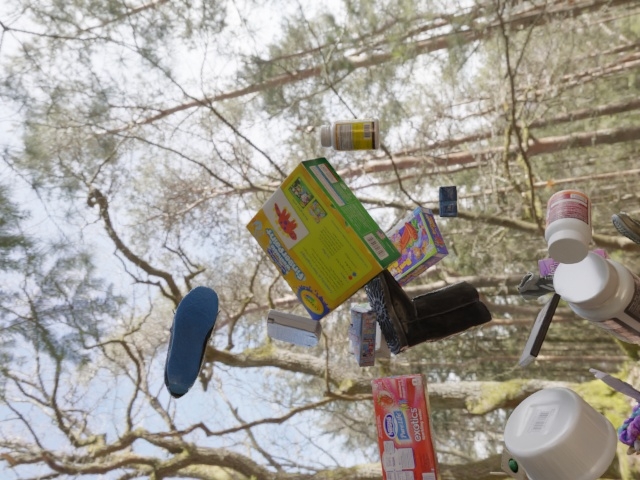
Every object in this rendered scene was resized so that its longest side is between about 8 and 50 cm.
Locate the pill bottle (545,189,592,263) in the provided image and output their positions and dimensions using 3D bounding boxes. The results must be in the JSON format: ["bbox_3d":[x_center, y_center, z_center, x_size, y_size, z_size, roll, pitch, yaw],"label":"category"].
[{"bbox_3d":[0.728,-0.041,1.366,0.221,0.121,0.121,-60,-42,-41],"label":"pill bottle"}]

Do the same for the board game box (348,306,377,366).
[{"bbox_3d":[0.145,0.343,1.661,0.194,0.060,0.194,167,102,-75],"label":"board game box"}]

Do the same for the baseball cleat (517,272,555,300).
[{"bbox_3d":[0.839,0.152,1.725,0.109,0.205,0.072,54,-164,-20],"label":"baseball cleat"}]

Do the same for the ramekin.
[{"bbox_3d":[0.655,0.545,1.303,0.135,0.277,0.277,47,-151,0],"label":"ramekin"}]

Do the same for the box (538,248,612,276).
[{"bbox_3d":[1.051,0.137,1.895,0.213,0.243,0.117,22,-120,-47],"label":"box"}]

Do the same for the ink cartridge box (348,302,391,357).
[{"bbox_3d":[0.208,0.365,1.889,0.093,0.154,0.212,42,-134,-37],"label":"ink cartridge box"}]

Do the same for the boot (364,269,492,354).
[{"bbox_3d":[0.422,0.220,1.837,0.146,0.445,0.367,132,124,-63],"label":"boot"}]

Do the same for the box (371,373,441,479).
[{"bbox_3d":[0.210,0.464,1.139,0.122,0.128,0.257,40,-138,-69],"label":"box"}]

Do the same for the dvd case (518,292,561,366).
[{"bbox_3d":[0.617,0.260,1.317,0.180,0.022,0.253,-63,-24,-12],"label":"dvd case"}]

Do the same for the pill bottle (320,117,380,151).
[{"bbox_3d":[0.111,-0.389,1.719,0.117,0.214,0.117,0,-90,-81],"label":"pill bottle"}]

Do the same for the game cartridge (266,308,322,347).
[{"bbox_3d":[-0.095,0.324,1.685,0.297,0.198,0.062,106,175,-67],"label":"game cartridge"}]

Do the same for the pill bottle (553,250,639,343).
[{"bbox_3d":[0.927,0.181,1.487,0.361,0.204,0.204,27,-126,-27],"label":"pill bottle"}]

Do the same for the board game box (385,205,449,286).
[{"bbox_3d":[0.382,0.045,2.055,0.078,0.347,0.233,9,-128,-34],"label":"board game box"}]

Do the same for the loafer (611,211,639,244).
[{"bbox_3d":[1.094,-0.022,1.549,0.087,0.251,0.094,-53,-8,11],"label":"loafer"}]

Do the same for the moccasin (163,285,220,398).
[{"bbox_3d":[-0.388,0.285,1.339,0.342,0.137,0.117,-79,13,-45],"label":"moccasin"}]

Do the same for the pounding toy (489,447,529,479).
[{"bbox_3d":[0.666,0.759,1.551,0.130,0.141,0.100,-168,80,-71],"label":"pounding toy"}]

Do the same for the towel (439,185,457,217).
[{"bbox_3d":[0.478,-0.146,1.739,0.029,0.067,0.120,7,-98,-75],"label":"towel"}]

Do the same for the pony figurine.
[{"bbox_3d":[1.044,0.494,1.407,0.351,0.363,0.303,44,-170,-32],"label":"pony figurine"}]

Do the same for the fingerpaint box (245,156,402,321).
[{"bbox_3d":[0.000,0.000,1.633,0.445,0.371,0.163,52,-144,10],"label":"fingerpaint box"}]
